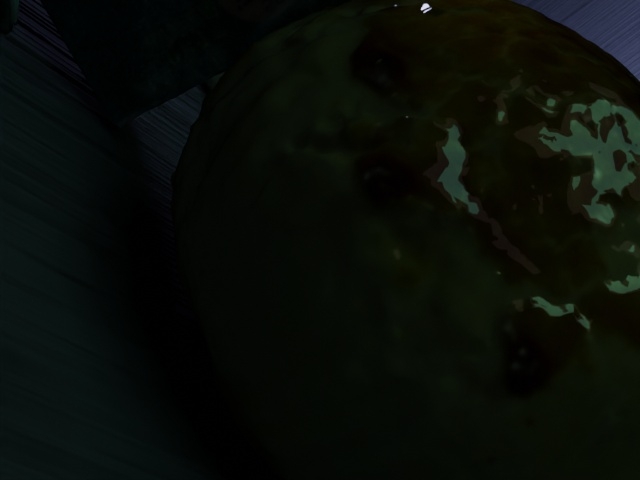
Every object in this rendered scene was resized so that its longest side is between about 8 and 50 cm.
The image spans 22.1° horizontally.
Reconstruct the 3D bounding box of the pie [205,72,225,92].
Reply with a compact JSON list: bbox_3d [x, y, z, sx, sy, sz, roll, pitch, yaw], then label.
[{"bbox_3d":[-0.051,-0.135,1.431,0.187,0.041,0.187,48,16,-18],"label":"pie"}]

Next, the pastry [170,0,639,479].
[{"bbox_3d":[0.095,0.016,1.035,0.388,0.313,0.388,53,15,-20],"label":"pastry"}]

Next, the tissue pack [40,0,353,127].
[{"bbox_3d":[-0.115,-0.265,1.094,0.315,0.228,0.103,61,9,-12],"label":"tissue pack"}]

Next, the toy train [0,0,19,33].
[{"bbox_3d":[-0.292,-0.272,0.808,0.429,0.178,0.249,51,6,-12],"label":"toy train"}]
